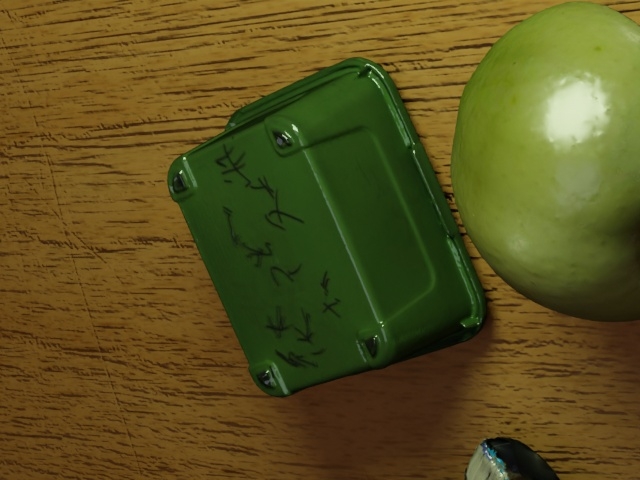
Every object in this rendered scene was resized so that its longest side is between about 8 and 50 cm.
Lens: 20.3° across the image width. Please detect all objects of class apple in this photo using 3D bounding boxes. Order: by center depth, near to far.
[{"bbox_3d":[0.257,-0.075,1.606,0.254,0.292,0.292,36,130,45],"label":"apple"}]

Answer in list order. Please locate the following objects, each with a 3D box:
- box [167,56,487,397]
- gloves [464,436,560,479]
[{"bbox_3d":[0.000,0.000,1.898,0.253,0.178,0.328,-22,96,39],"label":"box"},{"bbox_3d":[0.161,0.353,1.960,0.210,0.135,0.312,39,130,12],"label":"gloves"}]
